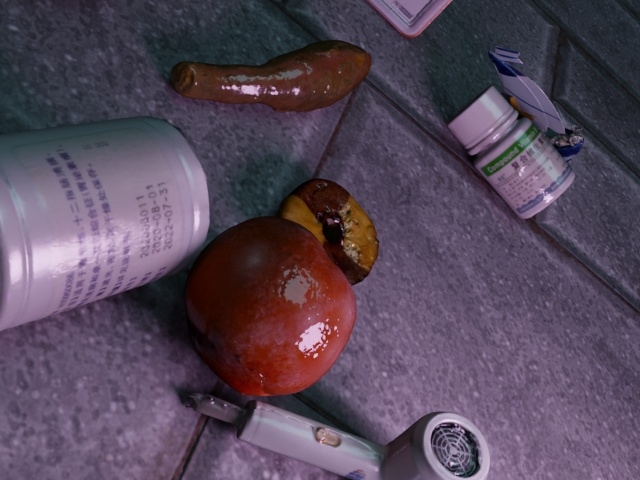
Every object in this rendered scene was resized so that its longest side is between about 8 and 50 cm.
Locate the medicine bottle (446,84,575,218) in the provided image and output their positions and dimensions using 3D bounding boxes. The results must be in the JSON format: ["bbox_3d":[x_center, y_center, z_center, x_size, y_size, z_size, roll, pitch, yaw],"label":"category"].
[{"bbox_3d":[0.357,-0.169,1.565,0.237,0.139,0.139,50,42,-3],"label":"medicine bottle"}]

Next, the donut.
[{"bbox_3d":[0.000,0.000,1.182,0.166,0.073,0.184,38,43,-14],"label":"donut"}]

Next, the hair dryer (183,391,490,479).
[{"bbox_3d":[0.007,0.240,0.977,0.357,0.173,0.108,21,47,-13],"label":"hair dryer"}]

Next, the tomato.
[{"bbox_3d":[-0.066,0.082,0.974,0.184,0.208,0.208,-37,89,-24],"label":"tomato"}]

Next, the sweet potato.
[{"bbox_3d":[-0.054,-0.250,1.295,0.385,0.109,0.109,-20,76,-40],"label":"sweet potato"}]

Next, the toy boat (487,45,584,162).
[{"bbox_3d":[0.395,-0.266,1.586,0.067,0.220,0.291,-45,131,-16],"label":"toy boat"}]

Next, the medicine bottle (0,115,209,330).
[{"bbox_3d":[-0.295,-0.017,0.848,0.332,0.190,0.190,-18,75,-47],"label":"medicine bottle"}]

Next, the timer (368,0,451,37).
[{"bbox_3d":[0.184,-0.584,1.618,0.257,0.250,0.161,41,42,-11],"label":"timer"}]
